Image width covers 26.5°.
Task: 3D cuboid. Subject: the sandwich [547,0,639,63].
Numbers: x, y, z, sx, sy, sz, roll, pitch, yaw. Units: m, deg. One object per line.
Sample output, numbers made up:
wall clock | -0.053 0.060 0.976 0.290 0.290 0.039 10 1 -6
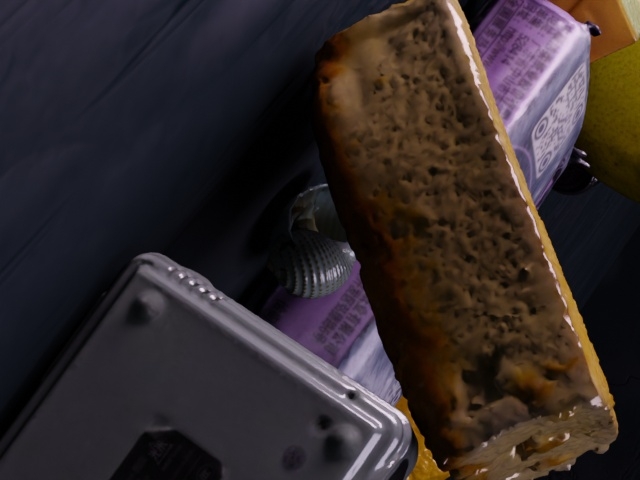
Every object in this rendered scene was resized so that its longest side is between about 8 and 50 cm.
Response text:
sandwich | 0.207 -0.228 1.239 0.187 0.144 0.117 -23 -169 40

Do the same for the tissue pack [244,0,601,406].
tissue pack | 0.084 -0.006 1.103 0.361 0.122 0.259 -52 163 -14

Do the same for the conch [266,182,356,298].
conch | -0.004 0.001 0.937 0.056 0.076 0.085 -14 180 43

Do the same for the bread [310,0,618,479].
bread | 0.083 0.006 0.813 0.114 0.274 0.185 -19 158 8

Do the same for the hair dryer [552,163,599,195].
hair dryer | 0.368 -0.188 1.743 0.197 0.089 0.251 -27 137 -59

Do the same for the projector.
projector | -0.089 0.158 0.722 0.256 0.192 0.099 -54 164 -10

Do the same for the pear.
pear | 0.411 -0.164 1.514 0.294 0.294 0.294 -52 164 -21

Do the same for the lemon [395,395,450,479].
lemon | 0.120 0.220 1.629 0.187 0.142 0.142 -52 164 -28
